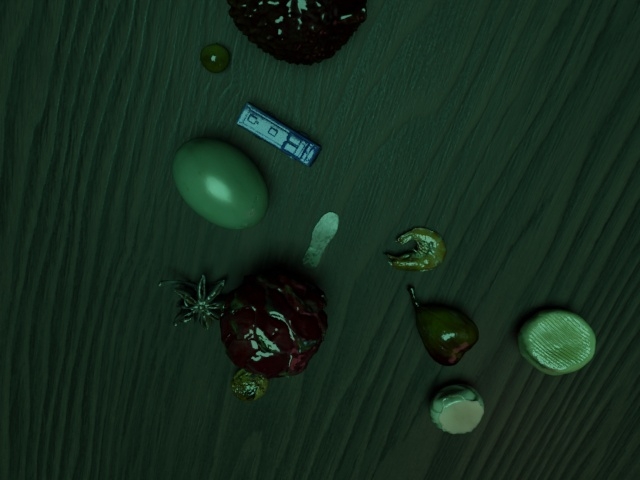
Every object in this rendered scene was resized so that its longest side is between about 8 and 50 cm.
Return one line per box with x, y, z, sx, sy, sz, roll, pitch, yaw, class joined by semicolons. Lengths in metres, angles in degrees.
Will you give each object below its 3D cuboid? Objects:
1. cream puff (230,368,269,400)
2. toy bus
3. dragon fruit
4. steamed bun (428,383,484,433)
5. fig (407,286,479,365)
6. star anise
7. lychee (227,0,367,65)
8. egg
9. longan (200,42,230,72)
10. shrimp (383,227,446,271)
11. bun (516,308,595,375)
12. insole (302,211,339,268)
-0.229;0.467;1.491;0.120;0.104;0.133;29;107;-3;cream puff
-0.110;-0.277;1.213;0.237;0.094;0.079;30;108;-10;toy bus
-0.134;0.230;1.296;0.330;0.329;0.328;0;110;0;dragon fruit
0.450;0.555;1.517;0.183;0.106;0.182;-1;114;-2;steamed bun
0.358;0.253;1.397;0.170;0.145;0.274;-42;92;12;fig
-0.374;0.180;1.388;0.209;0.089;0.231;-30;114;-2;star anise
-0.045;-0.549;1.016;0.330;0.306;0.305;31;110;18;lychee
-0.260;-0.149;1.203;0.283;0.203;0.203;44;105;-11;egg
-0.269;-0.471;1.162;0.075;0.075;0.083;-4;69;2;longan
0.281;0.029;1.358;0.188;0.051;0.132;-9;91;-2;shrimp
0.729;0.313;1.422;0.223;0.127;0.222;-2;83;13;bun
0.000;0.000;1.363;0.065;0.006;0.193;21;109;-8;insole
